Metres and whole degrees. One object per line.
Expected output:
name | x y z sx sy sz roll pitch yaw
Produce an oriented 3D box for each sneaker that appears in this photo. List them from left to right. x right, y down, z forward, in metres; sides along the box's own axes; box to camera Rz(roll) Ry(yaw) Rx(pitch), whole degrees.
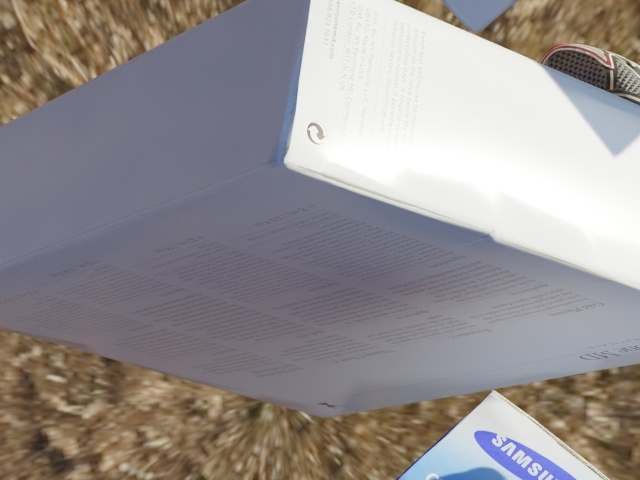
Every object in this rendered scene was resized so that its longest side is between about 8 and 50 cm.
sneaker | 0.250 -0.071 1.617 0.121 0.112 0.299 -37 43 17

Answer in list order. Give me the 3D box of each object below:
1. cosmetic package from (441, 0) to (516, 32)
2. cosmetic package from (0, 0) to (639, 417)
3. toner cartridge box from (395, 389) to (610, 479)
cosmetic package | 0.228 -0.402 1.548 0.453 0.230 0.161 -40 118 15
cosmetic package | 0.000 0.000 0.976 0.284 0.377 0.097 21 69 -31
toner cartridge box | 0.089 0.238 0.940 0.165 0.348 0.075 38 55 19
